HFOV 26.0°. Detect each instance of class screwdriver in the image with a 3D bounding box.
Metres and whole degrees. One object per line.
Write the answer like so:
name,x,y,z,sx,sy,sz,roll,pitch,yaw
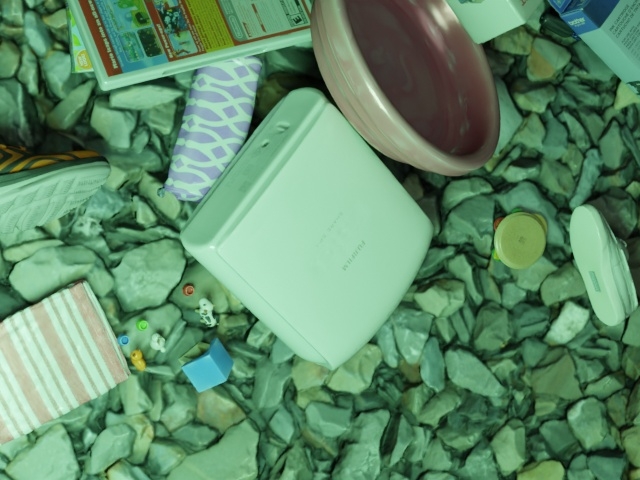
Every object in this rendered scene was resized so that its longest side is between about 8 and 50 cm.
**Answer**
screwdriver,0.378,-0.279,1.941,0.170,0.025,0.024,21,87,-20

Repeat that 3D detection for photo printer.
photo printer,0.000,0.000,1.739,0.256,0.107,0.307,-53,128,-14

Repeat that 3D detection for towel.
towel,-0.347,0.151,1.703,0.197,0.029,0.144,-27,106,-16

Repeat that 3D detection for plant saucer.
plant saucer,0.098,-0.226,1.734,0.332,0.084,0.332,33,43,-37

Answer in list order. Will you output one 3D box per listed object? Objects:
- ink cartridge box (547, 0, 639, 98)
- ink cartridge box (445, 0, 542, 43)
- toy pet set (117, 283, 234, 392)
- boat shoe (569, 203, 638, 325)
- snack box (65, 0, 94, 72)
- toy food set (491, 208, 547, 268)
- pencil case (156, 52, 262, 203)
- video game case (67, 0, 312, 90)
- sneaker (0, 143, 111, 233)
ink cartridge box,0.462,-0.316,1.941,0.311,0.065,0.185,40,72,-17
ink cartridge box,0.208,-0.388,1.807,0.212,0.093,0.154,54,50,-17
toy pet set,-0.168,0.134,1.738,0.122,0.065,0.114,-40,111,-22
boat shoe,0.407,0.028,1.956,0.063,0.066,0.184,-27,102,-28
snack box,-0.238,-0.260,1.705,0.141,0.037,0.100,-6,95,-19
toy food set,0.276,-0.002,1.926,0.083,0.020,0.083,12,90,-21
pencil case,-0.133,-0.141,1.727,0.086,0.088,0.206,18,89,-13
video game case,-0.163,-0.305,1.687,0.285,0.025,0.204,-17,74,-21
sneaker,-0.405,-0.100,1.608,0.321,0.124,0.180,-16,69,-42
